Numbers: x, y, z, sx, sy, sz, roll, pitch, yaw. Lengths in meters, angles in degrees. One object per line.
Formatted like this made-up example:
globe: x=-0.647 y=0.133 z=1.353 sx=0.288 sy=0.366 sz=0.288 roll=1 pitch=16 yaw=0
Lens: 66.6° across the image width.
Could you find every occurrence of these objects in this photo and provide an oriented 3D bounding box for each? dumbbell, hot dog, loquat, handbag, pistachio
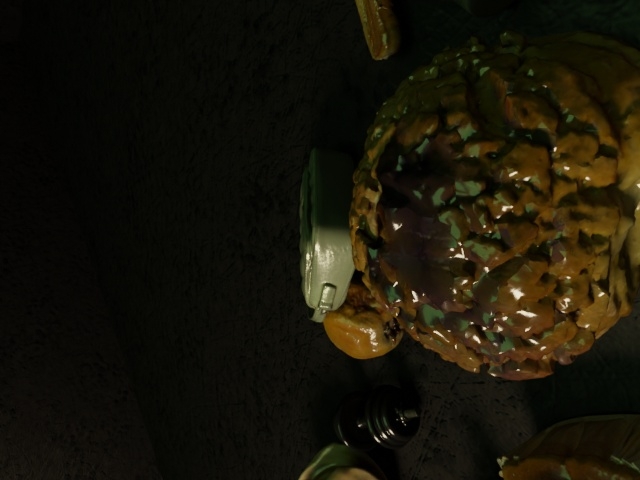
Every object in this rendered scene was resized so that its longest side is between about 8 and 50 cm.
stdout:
dumbbell: x=0.088 y=0.292 z=0.798 sx=0.208 sy=0.099 sz=0.099 roll=-35 pitch=75 yaw=49
hot dog: x=0.067 y=-0.347 z=0.647 sx=0.066 sy=0.047 sz=0.216 roll=-14 pitch=92 yaw=66
loquat: x=0.068 y=0.118 z=0.756 sx=0.137 sy=0.113 sz=0.137 roll=7 pitch=101 yaw=38
handbag: x=0.000 y=0.000 z=0.742 sx=0.256 sy=0.079 sz=0.219 roll=-93 pitch=14 yaw=-53
pistachio: x=0.048 y=0.508 z=0.858 sx=0.193 sy=0.213 sz=0.318 roll=-98 pitch=8 yaw=-69

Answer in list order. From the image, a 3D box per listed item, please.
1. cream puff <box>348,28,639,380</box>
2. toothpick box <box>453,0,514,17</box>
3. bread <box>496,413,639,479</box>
cream puff: x=0.167 y=-0.034 z=0.487 sx=0.343 sy=0.231 sz=0.327 roll=-50 pitch=61 yaw=47
toothpick box: x=0.140 y=-0.330 z=0.512 sx=0.181 sy=0.111 sz=0.111 roll=54 pitch=137 yaw=26
bread: x=0.314 y=0.308 z=0.518 sx=0.192 sy=0.109 sz=0.210 roll=-34 pitch=76 yaw=52
